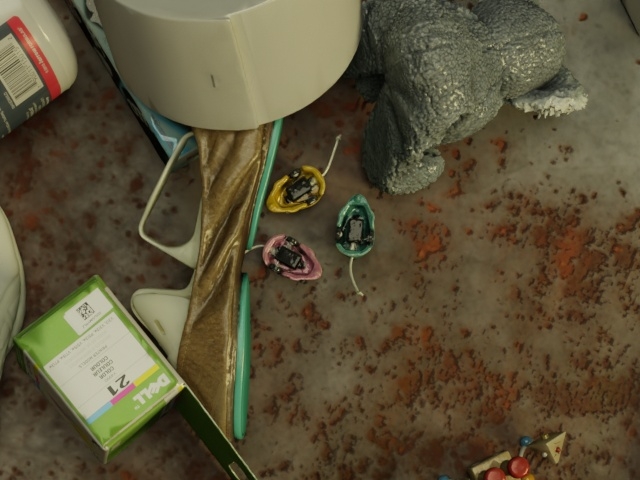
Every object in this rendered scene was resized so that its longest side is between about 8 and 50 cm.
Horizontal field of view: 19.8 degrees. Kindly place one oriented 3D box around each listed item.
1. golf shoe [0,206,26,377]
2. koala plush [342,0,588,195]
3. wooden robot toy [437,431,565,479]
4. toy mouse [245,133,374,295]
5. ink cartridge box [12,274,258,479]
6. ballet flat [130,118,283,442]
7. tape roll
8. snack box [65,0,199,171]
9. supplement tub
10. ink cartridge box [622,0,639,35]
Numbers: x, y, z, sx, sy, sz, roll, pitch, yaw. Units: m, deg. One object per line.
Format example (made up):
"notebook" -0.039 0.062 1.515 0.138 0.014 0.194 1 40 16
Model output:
"golf shoe" -0.338 0.089 1.700 0.115 0.140 0.306 3 78 -4
"koala plush" 0.149 -0.174 1.792 0.221 0.203 0.196 -16 82 -21
"wooden robot toy" 0.171 0.250 1.765 0.173 0.076 0.079 -24 94 -10
"toy mouse" 0.000 0.000 1.805 0.161 0.031 0.143 -37 79 -7
"ink cartridge box" -0.164 0.170 1.677 0.097 0.189 0.255 -38 86 -13
"ballet flat" -0.113 0.018 1.734 0.124 0.116 0.342 7 93 -1
"tape roll" -0.089 -0.246 1.673 0.246 0.169 0.246 -3 59 5
"snack box" -0.152 -0.252 1.825 0.187 0.060 0.322 -31 84 -11
"supplement tub" -0.382 -0.151 1.712 0.272 0.191 0.191 -38 86 -12
"ink cartridge box" 0.416 -0.315 1.792 0.201 0.278 0.117 -23 86 -10
